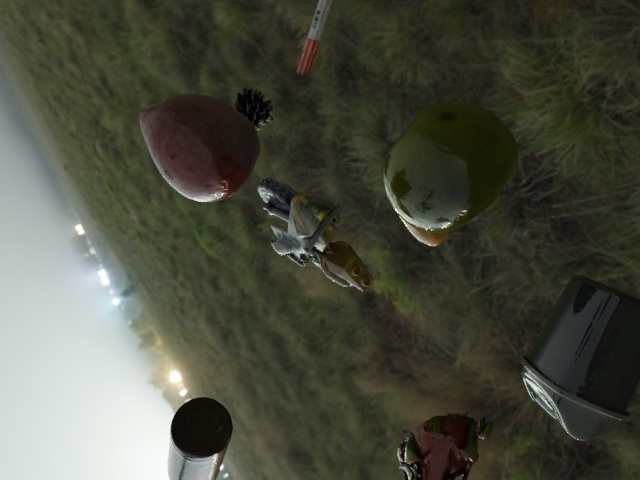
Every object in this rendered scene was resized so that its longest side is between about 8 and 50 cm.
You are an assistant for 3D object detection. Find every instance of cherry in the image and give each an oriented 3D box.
[{"bbox_3d":[-0.244,-0.205,1.176,0.206,0.239,0.240,-18,101,29],"label":"cherry"}]

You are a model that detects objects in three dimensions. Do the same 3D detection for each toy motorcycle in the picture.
[{"bbox_3d":[0.000,0.000,0.813,0.129,0.094,0.229,12,149,53],"label":"toy motorcycle"}]

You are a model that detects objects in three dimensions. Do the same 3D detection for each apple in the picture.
[{"bbox_3d":[0.178,-0.105,0.796,0.157,0.196,0.196,39,158,2],"label":"apple"}]

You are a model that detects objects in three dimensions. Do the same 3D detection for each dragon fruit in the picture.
[{"bbox_3d":[0.188,0.349,0.884,0.138,0.175,0.142,35,143,-21],"label":"dragon fruit"}]

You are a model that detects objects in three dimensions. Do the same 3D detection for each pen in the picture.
[{"bbox_3d":[0.004,-0.423,1.039,0.028,0.028,0.239,35,109,52],"label":"pen"}]

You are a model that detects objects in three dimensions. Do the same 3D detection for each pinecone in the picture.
[{"bbox_3d":[-0.204,-0.392,1.703,0.140,0.120,0.140,2,-90,-89],"label":"pinecone"}]

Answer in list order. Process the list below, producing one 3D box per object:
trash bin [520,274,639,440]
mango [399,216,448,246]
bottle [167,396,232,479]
[{"bbox_3d":[0.533,0.231,1.127,0.182,0.291,0.209,22,-174,-5],"label":"trash bin"},{"bbox_3d":[0.257,-0.107,1.409,0.187,0.138,0.257,3,-117,-61],"label":"mango"},{"bbox_3d":[-0.126,0.214,0.562,0.060,0.060,0.164,53,146,25],"label":"bottle"}]
